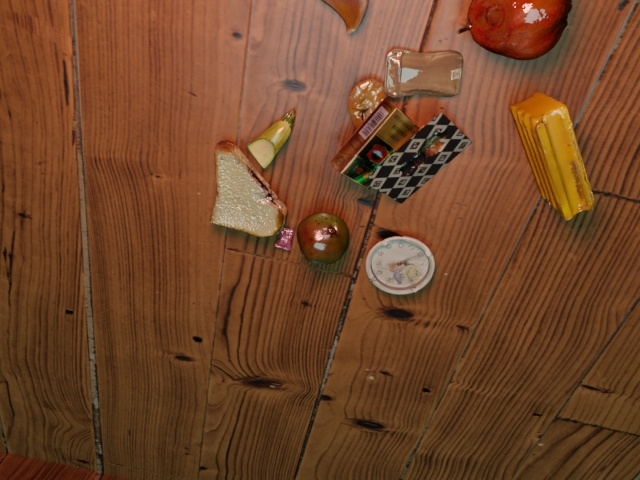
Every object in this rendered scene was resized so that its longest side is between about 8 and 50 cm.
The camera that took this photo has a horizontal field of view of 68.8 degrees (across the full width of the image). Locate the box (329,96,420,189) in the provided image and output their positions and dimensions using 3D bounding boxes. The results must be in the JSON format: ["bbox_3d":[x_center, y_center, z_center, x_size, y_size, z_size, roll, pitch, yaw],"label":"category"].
[{"bbox_3d":[0.160,-0.274,1.353,0.240,0.071,0.159,-48,146,18],"label":"box"}]

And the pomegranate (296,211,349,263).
[{"bbox_3d":[0.000,0.000,1.549,0.179,0.180,0.210,25,156,-8],"label":"pomegranate"}]

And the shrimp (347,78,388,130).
[{"bbox_3d":[0.135,-0.365,1.371,0.115,0.051,0.217,3,125,3],"label":"shrimp"}]

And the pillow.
[{"bbox_3d":[0.288,-0.465,1.301,0.217,0.033,0.130,-1,114,-1],"label":"pillow"}]

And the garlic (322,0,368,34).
[{"bbox_3d":[0.034,-0.639,1.210,0.198,0.091,0.129,27,132,-14],"label":"garlic"}]

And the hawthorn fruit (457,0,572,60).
[{"bbox_3d":[0.468,-0.554,1.140,0.260,0.224,0.224,0,121,21],"label":"hawthorn fruit"}]

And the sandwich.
[{"bbox_3d":[-0.225,-0.158,1.506,0.253,0.100,0.289,13,121,6],"label":"sandwich"}]

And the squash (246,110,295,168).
[{"bbox_3d":[-0.143,-0.311,1.423,0.200,0.075,0.090,-44,81,24],"label":"squash"}]

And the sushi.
[{"bbox_3d":[0.277,-0.247,1.379,0.290,0.050,0.263,-42,149,23],"label":"sushi"}]

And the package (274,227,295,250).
[{"bbox_3d":[-0.123,-0.009,1.623,0.059,0.029,0.084,13,112,-5],"label":"package"}]

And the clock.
[{"bbox_3d":[0.273,0.080,1.614,0.236,0.053,0.237,3,118,6],"label":"clock"}]

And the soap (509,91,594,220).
[{"bbox_3d":[0.649,-0.234,1.306,0.096,0.204,0.325,-25,115,15],"label":"soap"}]
